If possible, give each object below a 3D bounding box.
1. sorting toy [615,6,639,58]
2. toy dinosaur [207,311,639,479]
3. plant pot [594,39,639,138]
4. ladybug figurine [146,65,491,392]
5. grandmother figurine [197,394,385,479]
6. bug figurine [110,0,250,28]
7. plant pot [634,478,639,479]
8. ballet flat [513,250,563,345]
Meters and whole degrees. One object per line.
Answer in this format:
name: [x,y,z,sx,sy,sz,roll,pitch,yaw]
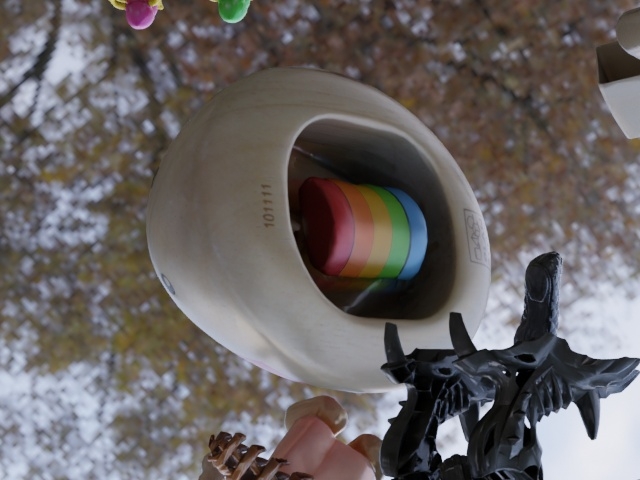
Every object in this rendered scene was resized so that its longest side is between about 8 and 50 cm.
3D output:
sorting toy: [0.401,-0.145,1.151,0.307,0.229,0.041,-9,-121,59]
toy dinosaur: [0.090,0.166,0.893,0.164,0.322,0.218,2,-110,38]
plant pot: [0.409,-0.192,1.921,0.109,0.096,0.109,-12,-148,15]
ladybug figurine: [0.000,0.000,1.443,0.162,0.449,0.305,-17,-108,36]
grandmother figurine: [-0.043,0.289,1.423,0.342,0.208,0.104,-46,167,-51]
bug figurine: [-0.148,-0.329,1.861,0.279,0.072,0.216,-1,-139,13]
plant pot: [0.233,0.410,1.538,0.334,0.341,0.341,-23,-146,12]
ballet flat: [0.260,0.093,1.784,0.057,0.173,0.049,28,-141,36]
